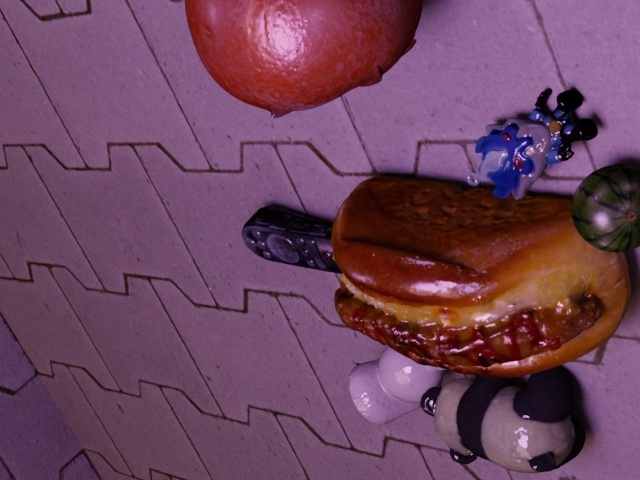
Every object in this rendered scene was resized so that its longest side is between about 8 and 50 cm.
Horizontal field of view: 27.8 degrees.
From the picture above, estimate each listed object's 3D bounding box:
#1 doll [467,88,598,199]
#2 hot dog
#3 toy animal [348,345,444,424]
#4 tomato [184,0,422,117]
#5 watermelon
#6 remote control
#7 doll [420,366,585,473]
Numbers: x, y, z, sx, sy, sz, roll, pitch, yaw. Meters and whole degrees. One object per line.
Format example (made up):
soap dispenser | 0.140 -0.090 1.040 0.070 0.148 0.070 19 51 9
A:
doll | 0.234 -0.105 1.480 0.195 0.070 0.096 -33 74 50
hot dog | 0.162 0.050 1.585 0.405 0.223 0.185 11 129 43
toy animal | 0.151 0.169 1.864 0.221 0.131 0.104 -42 55 33
tomato | -0.022 -0.275 1.414 0.265 0.265 0.265 31 144 26
watermelon | 0.322 -0.037 1.417 0.109 0.109 0.109 31 144 26
remote control | 0.000 0.000 1.883 0.266 0.066 0.090 11 146 38
doll | 0.252 0.242 1.766 0.234 0.135 0.143 12 131 49
